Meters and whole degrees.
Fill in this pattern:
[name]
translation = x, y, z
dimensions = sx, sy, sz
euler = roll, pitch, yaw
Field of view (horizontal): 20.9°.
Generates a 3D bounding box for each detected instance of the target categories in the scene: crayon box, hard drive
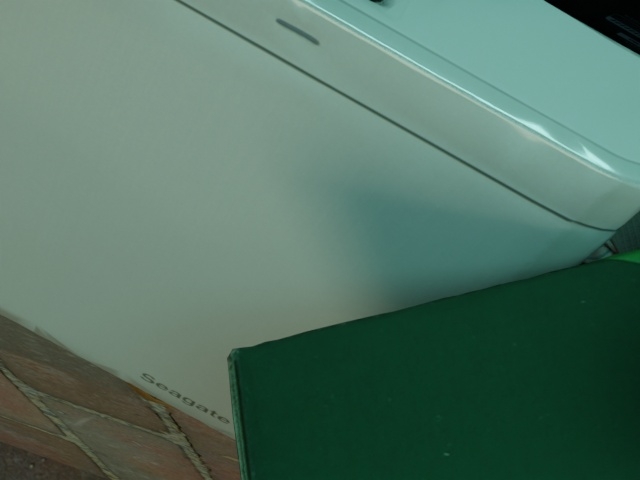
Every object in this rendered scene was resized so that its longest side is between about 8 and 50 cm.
[crayon box]
translation = 0.173, 0.124, 0.637
dimensions = 0.313, 0.106, 0.363
euler = -15, 146, 9
[hard drive]
translation = -0.042, -0.019, 0.656
dimensions = 0.233, 0.047, 0.353
euler = 29, 154, -4

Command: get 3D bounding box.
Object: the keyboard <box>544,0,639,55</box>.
[keyboard]
translation = 0.125, -0.072, 0.537
dimensions = 0.317, 0.033, 0.201
euler = 25, 168, -20

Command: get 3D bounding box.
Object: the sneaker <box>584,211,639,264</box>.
[sneaker]
translation = 0.129, -0.004, 0.691
dimensions = 0.152, 0.053, 0.061
euler = 40, -174, 20

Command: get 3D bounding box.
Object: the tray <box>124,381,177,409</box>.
[tray]
translation = -0.072, 0.040, 1.084
dimensions = 0.203, 0.076, 0.411
euler = 15, 165, 18
